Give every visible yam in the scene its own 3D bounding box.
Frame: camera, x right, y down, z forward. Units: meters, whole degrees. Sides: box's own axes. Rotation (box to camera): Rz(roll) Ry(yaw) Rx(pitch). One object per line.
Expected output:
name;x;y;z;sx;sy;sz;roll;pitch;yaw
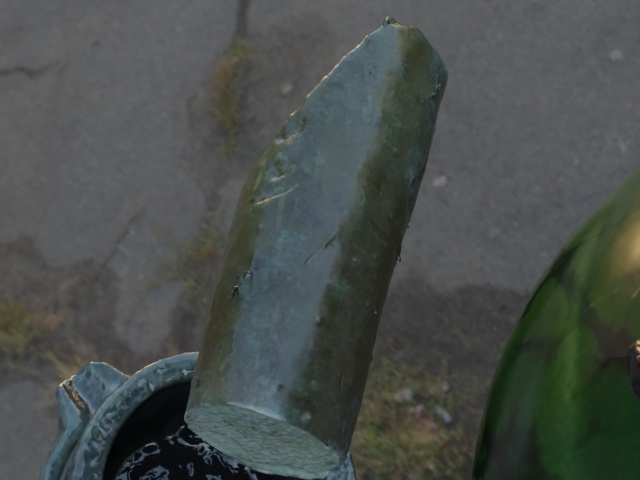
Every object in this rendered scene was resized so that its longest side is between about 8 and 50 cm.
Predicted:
yam;0.000;0.000;0.740;0.106;0.106;0.259;1;65;34

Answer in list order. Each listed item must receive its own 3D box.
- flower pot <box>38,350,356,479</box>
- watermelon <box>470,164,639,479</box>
flower pot;-0.125;0.224;1.158;0.299;0.283;0.299;4;70;-12
watermelon;0.211;0.097;0.408;0.363;0.363;0.363;-17;51;23
